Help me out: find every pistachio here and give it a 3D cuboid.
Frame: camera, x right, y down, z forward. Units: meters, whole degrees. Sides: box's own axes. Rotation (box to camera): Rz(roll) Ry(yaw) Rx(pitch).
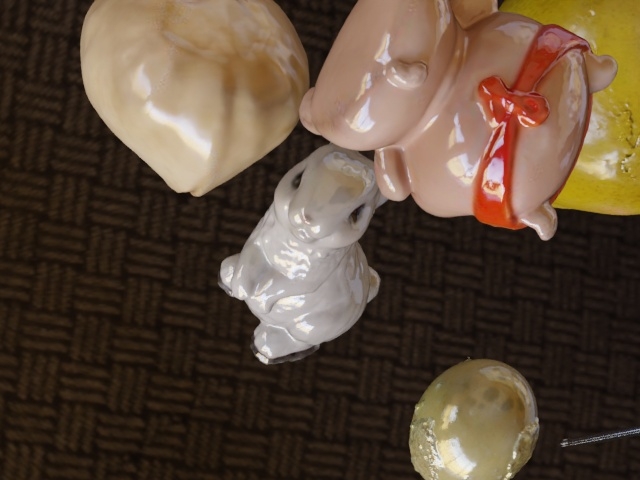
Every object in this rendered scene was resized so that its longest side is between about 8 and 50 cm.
[{"bbox_3d":[-0.119,-0.152,1.165,0.193,0.318,0.213,4,98,-16],"label":"pistachio"}]

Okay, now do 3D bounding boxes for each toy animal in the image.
[{"bbox_3d":[0.000,0.000,1.698,0.258,0.357,0.194,-25,68,-34],"label":"toy animal"},{"bbox_3d":[0.102,-0.100,0.909,0.198,0.171,0.171,27,79,-14],"label":"toy animal"}]

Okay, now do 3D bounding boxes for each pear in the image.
[{"bbox_3d":[0.270,-0.155,1.274,0.285,0.336,0.285,7,77,-34],"label":"pear"}]

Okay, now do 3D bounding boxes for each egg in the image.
[{"bbox_3d":[0.201,0.247,1.704,0.164,0.164,0.201,20,123,-20],"label":"egg"}]

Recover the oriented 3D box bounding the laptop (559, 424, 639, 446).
[{"bbox_3d":[0.491,0.313,2.110,0.129,0.180,0.016,15,63,-62],"label":"laptop"}]
